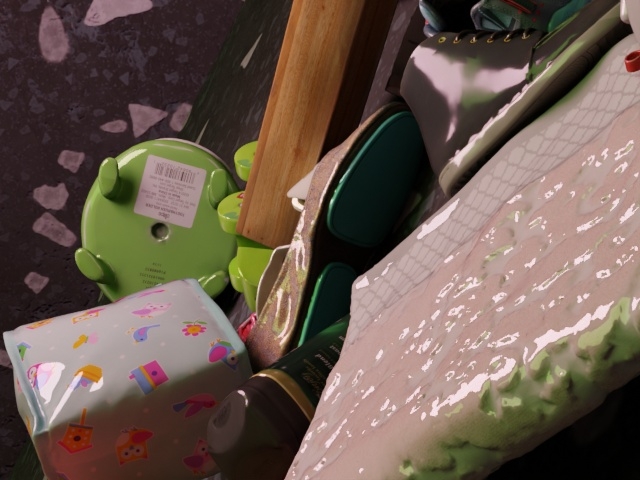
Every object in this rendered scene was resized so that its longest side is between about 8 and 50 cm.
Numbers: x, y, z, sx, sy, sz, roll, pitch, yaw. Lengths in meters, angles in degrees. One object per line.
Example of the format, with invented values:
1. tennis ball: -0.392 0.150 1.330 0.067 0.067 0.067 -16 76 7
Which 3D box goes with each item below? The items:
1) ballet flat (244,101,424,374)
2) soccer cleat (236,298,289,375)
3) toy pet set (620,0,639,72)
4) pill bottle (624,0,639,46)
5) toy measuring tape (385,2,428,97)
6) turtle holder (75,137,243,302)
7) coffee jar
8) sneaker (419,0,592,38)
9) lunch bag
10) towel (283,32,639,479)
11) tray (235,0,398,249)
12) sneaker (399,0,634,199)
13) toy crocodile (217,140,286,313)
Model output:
1. ballet flat: 0.000 0.000 1.187 0.106 0.107 0.316 18 81 45
2. soccer cleat: -0.091 0.139 1.328 0.248 0.095 0.083 -56 18 30
3. toy pet set: 0.242 -0.168 0.713 0.122 0.065 0.114 -5 39 47
4. pill bottle: 0.260 -0.120 0.458 0.169 0.169 0.301 -65 15 0
5. toy measuring tape: 0.139 -0.275 1.191 0.121 0.121 0.330 -95 25 -60
6. turtle holder: -0.217 0.010 1.750 0.227 0.243 0.320 -80 -24 -85
7. coffee jar: -0.005 0.125 0.949 0.184 0.079 0.096 -30 -16 -45
8. sneaker: 0.140 -0.200 1.029 0.104 0.125 0.262 -66 16 -3
9. lunch bag: -0.196 0.141 1.204 0.262 0.223 0.160 -134 28 -58
10. towel: 0.102 0.039 0.757 0.332 0.053 0.317 -43 15 34
11. tray: 0.015 -0.205 1.243 0.203 0.076 0.411 -58 -13 -52
12. sneaker: 0.147 -0.140 0.879 0.222 0.083 0.118 -42 60 29
13. toy crocodile: -0.057 -0.034 1.468 0.341 0.105 0.115 -81 -14 -57
